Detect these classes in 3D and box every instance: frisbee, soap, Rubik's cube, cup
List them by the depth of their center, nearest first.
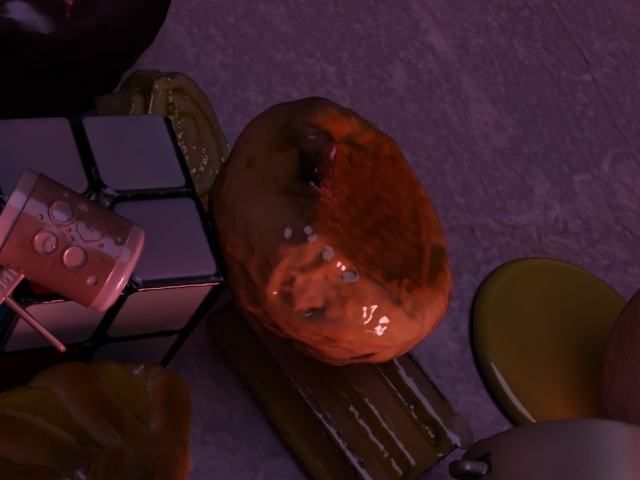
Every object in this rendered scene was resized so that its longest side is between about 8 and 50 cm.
[{"bbox_3d":[-0.184,0.012,1.052,0.099,0.074,0.102,27,51,-11],"label":"cup"},{"bbox_3d":[-0.204,0.014,1.209,0.180,0.183,0.167,-4,60,-34],"label":"Rubik's cube"},{"bbox_3d":[0.015,0.125,1.328,0.135,0.076,0.233,-30,77,-40],"label":"soap"},{"bbox_3d":[0.254,0.117,1.510,0.236,0.017,0.236,15,52,-21],"label":"frisbee"}]

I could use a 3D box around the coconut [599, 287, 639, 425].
[{"bbox_3d":[0.407,0.129,1.394,0.254,0.297,0.297,36,46,-24],"label":"coconut"}]

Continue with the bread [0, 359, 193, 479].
[{"bbox_3d":[-0.144,0.243,1.099,0.333,0.160,0.333,14,53,-20],"label":"bread"}]

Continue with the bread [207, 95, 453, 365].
[{"bbox_3d":[0.000,0.000,1.246,0.244,0.134,0.244,33,40,-32],"label":"bread"}]

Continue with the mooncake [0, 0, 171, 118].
[{"bbox_3d":[-0.321,-0.284,1.342,0.381,0.212,0.350,40,54,3],"label":"mooncake"}]

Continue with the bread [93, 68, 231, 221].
[{"bbox_3d":[-0.142,-0.083,1.375,0.117,0.064,0.156,-9,78,-45],"label":"bread"}]

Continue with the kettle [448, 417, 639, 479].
[{"bbox_3d":[0.196,0.313,1.201,0.265,0.205,0.318,43,41,-43],"label":"kettle"}]
